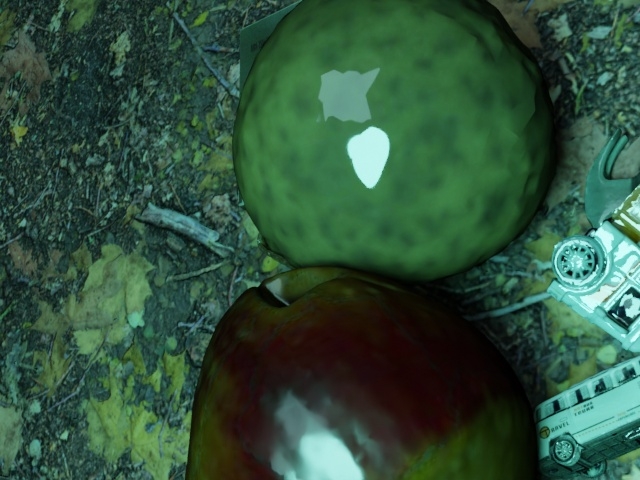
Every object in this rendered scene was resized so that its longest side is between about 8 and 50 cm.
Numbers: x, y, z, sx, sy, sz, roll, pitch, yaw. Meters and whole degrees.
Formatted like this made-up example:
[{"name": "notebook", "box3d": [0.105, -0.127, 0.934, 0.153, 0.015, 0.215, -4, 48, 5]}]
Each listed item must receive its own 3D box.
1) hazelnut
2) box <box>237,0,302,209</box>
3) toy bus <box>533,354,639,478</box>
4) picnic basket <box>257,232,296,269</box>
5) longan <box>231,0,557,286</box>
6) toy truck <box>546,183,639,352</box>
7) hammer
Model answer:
[{"name": "hazelnut", "box3d": [0.042, 0.238, 1.032, 0.402, 0.402, 0.430, 26, 130, 41]}, {"name": "box", "box3d": [-0.048, -0.215, 1.497, 0.180, 0.047, 0.325, -17, 63, 33]}, {"name": "toy bus", "box3d": [0.314, 0.187, 1.034, 0.193, 0.087, 0.089, -32, 50, 26]}, {"name": "picnic basket", "box3d": [0.000, 0.000, 1.370, 0.193, 0.054, 0.110, 25, 88, 42]}, {"name": "longan", "box3d": [0.087, -0.127, 1.154, 0.391, 0.391, 0.391, -15, 64, 33]}, {"name": "toy truck", "box3d": [0.382, -0.021, 0.980, 0.162, 0.136, 0.305, 44, 107, 20]}, {"name": "hammer", "box3d": [0.408, -0.060, 1.083, 0.226, 0.041, 0.159, -9, 69, 36]}]
